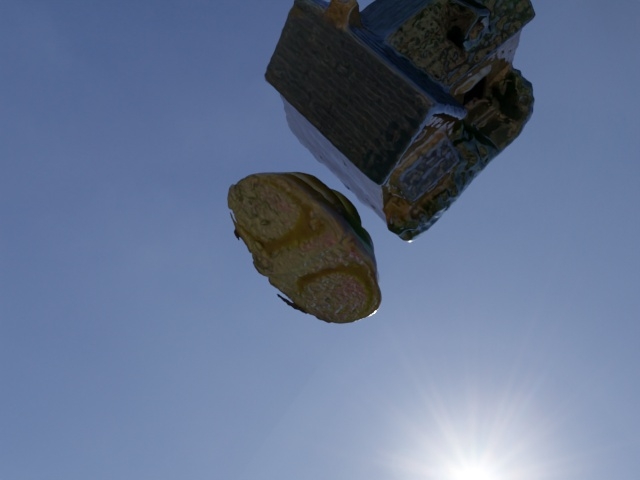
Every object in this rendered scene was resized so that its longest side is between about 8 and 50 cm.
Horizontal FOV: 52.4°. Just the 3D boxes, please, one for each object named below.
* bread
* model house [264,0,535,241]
[{"bbox_3d":[-0.007,-0.012,0.926,0.158,0.156,0.260,-26,-50,28],"label":"bread"},{"bbox_3d":[0.158,-0.268,1.065,0.382,0.342,0.334,-40,-111,-10],"label":"model house"}]
